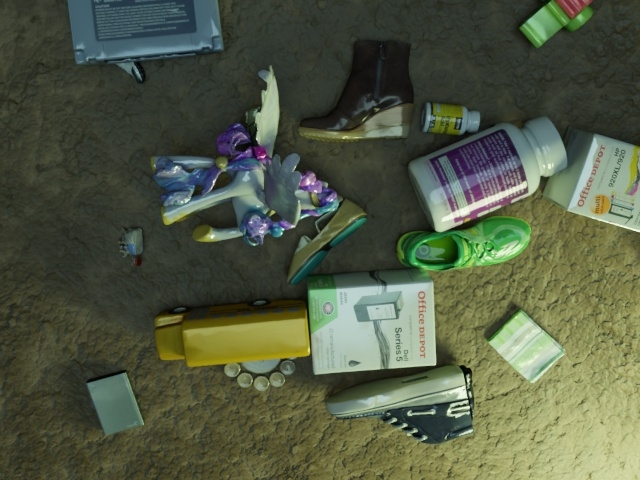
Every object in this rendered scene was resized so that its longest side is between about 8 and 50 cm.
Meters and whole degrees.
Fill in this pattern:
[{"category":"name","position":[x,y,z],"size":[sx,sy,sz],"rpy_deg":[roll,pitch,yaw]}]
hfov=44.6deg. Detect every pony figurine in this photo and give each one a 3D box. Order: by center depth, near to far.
[{"category":"pony figurine","position":[-0.142,-0.125,1.558],"size":[0.364,0.351,0.302],"rpy_deg":[-9,61,0]}]

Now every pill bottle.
[{"category":"pill bottle","position":[0.350,-0.146,1.637],"size":[0.302,0.169,0.169],"rpy_deg":[-23,103,3]},{"category":"pill bottle","position":[0.276,-0.258,1.661],"size":[0.117,0.065,0.065],"rpy_deg":[4,102,-4]}]

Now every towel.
[{"category":"towel","position":[0.477,0.246,1.805],"size":[0.152,0.023,0.113],"rpy_deg":[42,97,-10]}]

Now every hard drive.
[{"category":"hard drive","position":[-0.469,0.372,1.789],"size":[0.094,0.022,0.135],"rpy_deg":[-16,103,1]}]

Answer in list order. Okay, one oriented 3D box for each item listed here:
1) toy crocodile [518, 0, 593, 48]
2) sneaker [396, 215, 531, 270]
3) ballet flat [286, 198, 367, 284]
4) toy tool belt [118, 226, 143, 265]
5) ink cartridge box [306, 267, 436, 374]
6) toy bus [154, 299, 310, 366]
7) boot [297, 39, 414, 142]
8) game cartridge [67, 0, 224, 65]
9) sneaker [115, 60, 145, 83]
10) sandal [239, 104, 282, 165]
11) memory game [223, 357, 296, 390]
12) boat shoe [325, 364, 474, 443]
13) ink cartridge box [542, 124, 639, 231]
[{"category":"toy crocodile","position":[0.555,-0.528,1.594],"size":[0.341,0.105,0.115],"rpy_deg":[-38,101,6]},{"category":"sneaker","position":[0.317,0.020,1.695],"size":[0.296,0.123,0.109],"rpy_deg":[-10,102,-1]},{"category":"ballet flat","position":[0.000,0.000,1.713],"size":[0.232,0.080,0.073],"rpy_deg":[-42,73,4]},{"category":"toy tool belt","position":[-0.415,0.013,1.704],"size":[0.051,0.052,0.083],"rpy_deg":[5,101,28]},{"category":"ink cartridge box","position":[0.111,0.175,1.724],"size":[0.273,0.115,0.198],"rpy_deg":[-4,103,-2]},{"category":"toy bus","position":[-0.192,0.202,1.697],"size":[0.333,0.130,0.108],"rpy_deg":[-5,102,-1]},{"category":"boot","position":[0.073,-0.314,1.646],"size":[0.249,0.090,0.206],"rpy_deg":[-2,91,-1]},{"category":"game cartridge","position":[-0.353,-0.465,1.573],"size":[0.298,0.062,0.198],"rpy_deg":[-6,88,-4]},{"category":"sneaker","position":[-0.405,-0.369,1.621],"size":[0.044,0.040,0.109],"rpy_deg":[-34,94,9]},{"category":"sandal","position":[-0.123,-0.204,1.668],"size":[0.072,0.049,0.180],"rpy_deg":[-16,118,8]},{"category":"memory game","position":[-0.140,0.256,1.784],"size":[0.186,0.012,0.186],"rpy_deg":[0,102,-2]},{"category":"boat shoe","position":[0.190,0.396,1.769],"size":[0.341,0.127,0.158],"rpy_deg":[-11,95,-1]},{"category":"ink cartridge box","position":[0.626,-0.125,1.654],"size":[0.233,0.168,0.171],"rpy_deg":[16,102,-5]}]
